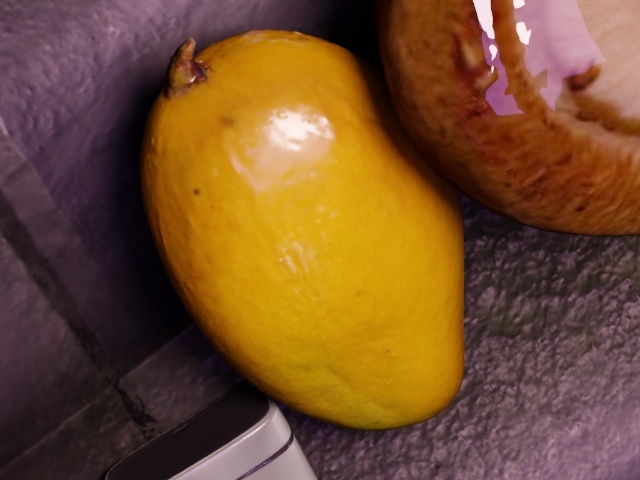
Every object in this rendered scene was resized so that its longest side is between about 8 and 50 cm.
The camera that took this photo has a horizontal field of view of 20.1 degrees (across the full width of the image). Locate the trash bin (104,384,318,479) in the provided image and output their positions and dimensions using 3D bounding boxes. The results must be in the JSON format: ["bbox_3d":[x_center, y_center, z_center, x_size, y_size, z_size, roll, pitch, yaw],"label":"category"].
[{"bbox_3d":[-0.054,0.172,1.116,0.116,0.059,0.130,-30,117,-8],"label":"trash bin"}]

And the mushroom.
[{"bbox_3d":[0.170,-0.163,0.971,0.345,0.259,0.345,-3,96,-28],"label":"mushroom"}]

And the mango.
[{"bbox_3d":[0.000,0.000,1.052,0.176,0.119,0.317,-35,126,-10],"label":"mango"}]
